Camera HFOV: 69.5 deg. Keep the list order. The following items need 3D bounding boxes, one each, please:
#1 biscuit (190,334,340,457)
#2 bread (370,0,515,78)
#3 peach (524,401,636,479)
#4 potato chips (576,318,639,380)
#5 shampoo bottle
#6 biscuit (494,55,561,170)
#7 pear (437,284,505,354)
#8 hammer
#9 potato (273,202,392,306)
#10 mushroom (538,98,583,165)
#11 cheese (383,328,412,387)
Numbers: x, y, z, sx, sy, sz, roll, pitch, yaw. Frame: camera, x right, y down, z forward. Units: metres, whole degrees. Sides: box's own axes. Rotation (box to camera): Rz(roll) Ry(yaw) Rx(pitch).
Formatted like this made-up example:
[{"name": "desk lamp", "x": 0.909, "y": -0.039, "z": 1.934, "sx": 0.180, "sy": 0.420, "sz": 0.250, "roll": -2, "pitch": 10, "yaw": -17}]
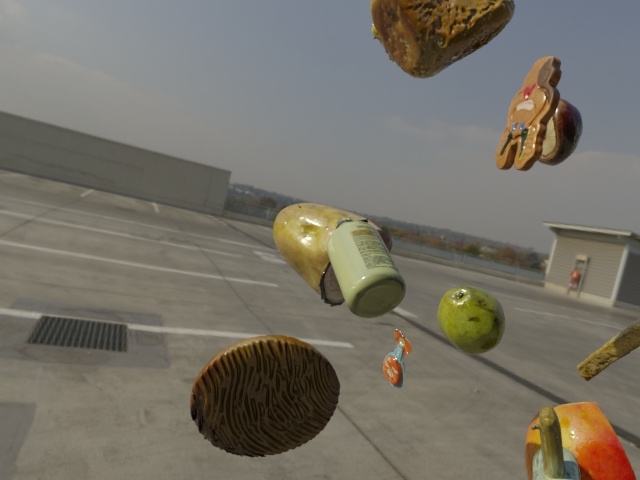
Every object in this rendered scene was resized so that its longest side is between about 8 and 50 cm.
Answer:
[{"name": "biscuit", "x": -0.113, "y": 0.340, "z": 0.979, "sx": 0.318, "sy": 0.318, "sz": 0.040, "roll": 13, "pitch": 21, "yaw": -17}, {"name": "bread", "x": 0.228, "y": -0.434, "z": 0.885, "sx": 0.246, "sy": 0.195, "sz": 0.176, "roll": -31, "pitch": 4, "yaw": -10}, {"name": "peach", "x": 0.812, "y": 0.724, "z": 1.474, "sx": 0.306, "sy": 0.380, "sz": 0.242, "roll": -20, "pitch": -25, "yaw": 22}, {"name": "potato chips", "x": 0.850, "y": 0.310, "z": 1.325, "sx": 0.080, "sy": 0.407, "sz": 0.057, "roll": -26, "pitch": 60, "yaw": -29}, {"name": "shampoo bottle", "x": 0.053, "y": 0.024, "z": 0.627, "sx": 0.079, "sy": 0.079, "sz": 0.162, "roll": 12, "pitch": 34, "yaw": -26}, {"name": "biscuit", "x": 0.608, "y": -0.367, "z": 1.352, "sx": 0.047, "sy": 0.334, "sz": 0.202, "roll": 14, "pitch": 11, "yaw": -13}, {"name": "pear", "x": 0.487, "y": 0.251, "z": 1.493, "sx": 0.212, "sy": 0.212, "sz": 0.269, "roll": 16, "pitch": -26, "yaw": 46}, {"name": "hammer", "x": 0.548, "y": 0.515, "z": 1.085, "sx": 0.113, "sy": 0.305, "sz": 0.202, "roll": -8, "pitch": 24, "yaw": 24}, {"name": "potato", "x": 0.000, "y": 0.000, "z": 1.098, "sx": 0.266, "sy": 0.229, "sz": 0.229, "roll": 39, "pitch": 18, "yaw": 35}, {"name": "mushroom", "x": 0.825, "y": -0.372, "z": 1.596, "sx": 0.138, "sy": 0.231, "sz": 0.194, "roll": -15, "pitch": 43, "yaw": -10}, {"name": "cheese", "x": 0.252, "y": 0.398, "z": 1.524, "sx": 0.037, "sy": 0.256, "sz": 0.106, "roll": -19, "pitch": 44, "yaw": -27}]
